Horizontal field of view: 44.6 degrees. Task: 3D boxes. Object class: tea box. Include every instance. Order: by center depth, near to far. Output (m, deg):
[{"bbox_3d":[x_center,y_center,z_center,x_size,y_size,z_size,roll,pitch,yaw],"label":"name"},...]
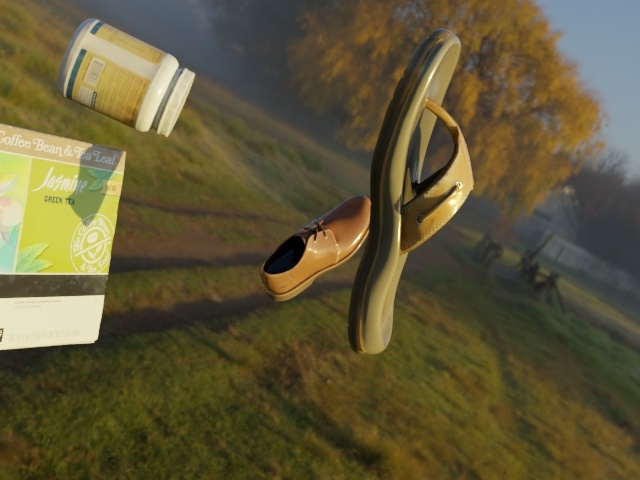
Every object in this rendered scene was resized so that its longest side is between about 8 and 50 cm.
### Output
[{"bbox_3d":[-0.499,-0.013,1.162,0.220,0.323,0.329,10,3,26],"label":"tea box"}]

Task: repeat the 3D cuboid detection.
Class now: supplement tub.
[{"bbox_3d":[-0.331,-0.274,1.336,0.200,0.144,0.144,25,8,-10],"label":"supplement tub"}]

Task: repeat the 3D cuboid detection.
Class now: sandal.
[{"bbox_3d":[0.053,-0.019,0.410,0.049,0.180,0.072,15,19,14],"label":"sandal"}]

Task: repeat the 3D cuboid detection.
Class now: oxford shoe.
[{"bbox_3d":[0.000,0.000,1.136,0.076,0.212,0.076,40,-17,28],"label":"oxford shoe"}]
